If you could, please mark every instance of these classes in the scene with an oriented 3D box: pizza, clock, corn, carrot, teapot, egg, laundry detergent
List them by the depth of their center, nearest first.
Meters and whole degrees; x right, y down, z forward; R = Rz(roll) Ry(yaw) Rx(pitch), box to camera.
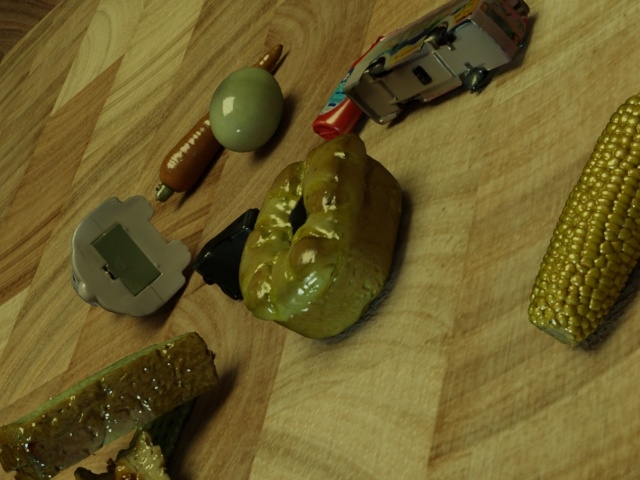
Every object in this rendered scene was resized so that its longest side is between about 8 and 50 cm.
[{"bbox_3d":[0.277,-0.024,1.405,0.260,0.091,0.091,-61,22,-11],"label":"corn"},{"bbox_3d":[-0.241,0.350,1.860,0.182,0.073,0.365,-66,27,11],"label":"pizza"},{"bbox_3d":[-0.103,0.004,2.068,0.177,0.087,0.096,-37,25,34],"label":"teapot"},{"bbox_3d":[0.053,-0.219,2.115,0.165,0.049,0.097,-58,21,-12],"label":"laundry detergent"},{"bbox_3d":[-0.115,-0.207,2.319,0.114,0.114,0.152,-25,34,48],"label":"egg"},{"bbox_3d":[-0.323,0.041,2.354,0.189,0.188,0.254,-61,10,-14],"label":"clock"},{"bbox_3d":[-0.173,-0.199,2.481,0.336,0.069,0.069,-53,24,-2],"label":"carrot"}]

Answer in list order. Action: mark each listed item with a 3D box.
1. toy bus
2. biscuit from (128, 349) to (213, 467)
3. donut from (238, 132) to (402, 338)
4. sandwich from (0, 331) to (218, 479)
[{"bbox_3d":[0.149,-0.241,1.914,0.274,0.090,0.112,-21,34,52],"label":"toy bus"},{"bbox_3d":[-0.222,0.258,2.042,0.139,0.016,0.231,-20,41,54],"label":"biscuit"},{"bbox_3d":[0.000,0.000,1.829,0.208,0.128,0.261,-29,35,46],"label":"donut"},{"bbox_3d":[-0.295,0.228,1.987,0.288,0.100,0.254,-29,-3,-20],"label":"sandwich"}]
